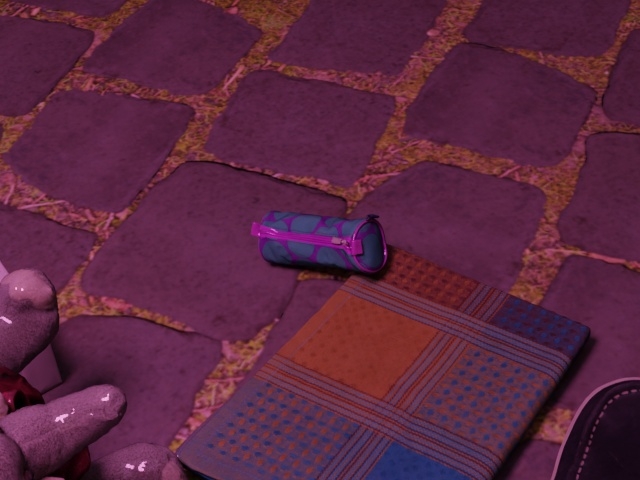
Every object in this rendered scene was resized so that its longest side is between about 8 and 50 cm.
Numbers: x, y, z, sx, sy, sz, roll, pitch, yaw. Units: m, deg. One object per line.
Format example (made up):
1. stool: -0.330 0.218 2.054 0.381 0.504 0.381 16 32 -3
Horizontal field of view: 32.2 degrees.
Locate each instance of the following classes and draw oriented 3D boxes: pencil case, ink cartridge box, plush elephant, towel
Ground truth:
1. pencil case: 0.000 0.000 1.249 0.152 0.070 0.064 4 84 38
2. ink cartridge box: -0.336 0.093 1.182 0.056 0.099 0.135 -27 48 -23
3. plush elephant: -0.262 0.177 0.887 0.330 0.255 0.271 -29 93 -30
4. towel: 0.072 0.160 1.120 0.271 0.040 0.370 24 49 27

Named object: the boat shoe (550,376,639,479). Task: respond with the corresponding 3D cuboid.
1. boat shoe: 0.264 0.274 0.880 0.187 0.156 0.500 5 37 15
